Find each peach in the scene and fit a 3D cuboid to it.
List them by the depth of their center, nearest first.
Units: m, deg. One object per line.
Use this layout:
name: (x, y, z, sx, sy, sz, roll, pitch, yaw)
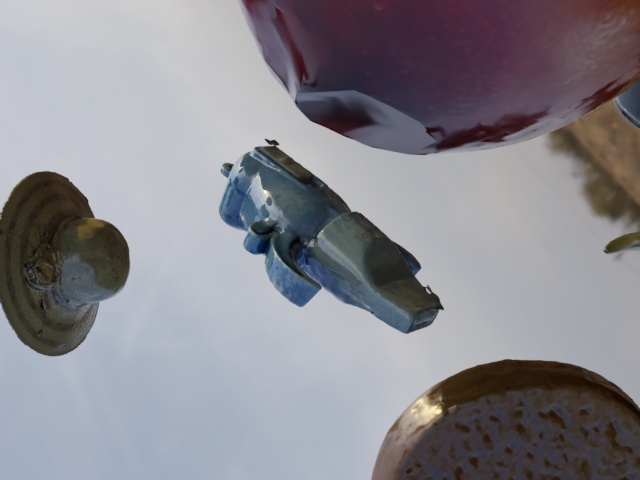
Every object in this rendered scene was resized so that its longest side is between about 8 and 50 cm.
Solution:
peach: (0.099, -0.243, 0.917, 0.388, 0.388, 0.388, 44, -167, -12)

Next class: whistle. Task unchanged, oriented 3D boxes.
whistle: (0.000, 0.000, 1.226, 0.269, 0.093, 0.180, 41, -152, 28)

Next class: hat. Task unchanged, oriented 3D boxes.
hat: (-0.311, 0.029, 1.739, 0.252, 0.110, 0.252, -4, -90, -66)

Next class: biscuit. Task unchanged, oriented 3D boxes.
biscuit: (0.217, 0.301, 1.314, 0.350, 0.394, 0.070, 2, -160, -7)

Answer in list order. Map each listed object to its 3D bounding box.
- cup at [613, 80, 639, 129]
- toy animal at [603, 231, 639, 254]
cup: (0.398, -0.216, 1.375, 0.169, 0.177, 0.223, 20, -134, 17)
toy animal: (0.413, 0.052, 1.300, 0.233, 0.168, 0.121, 57, -172, 18)
